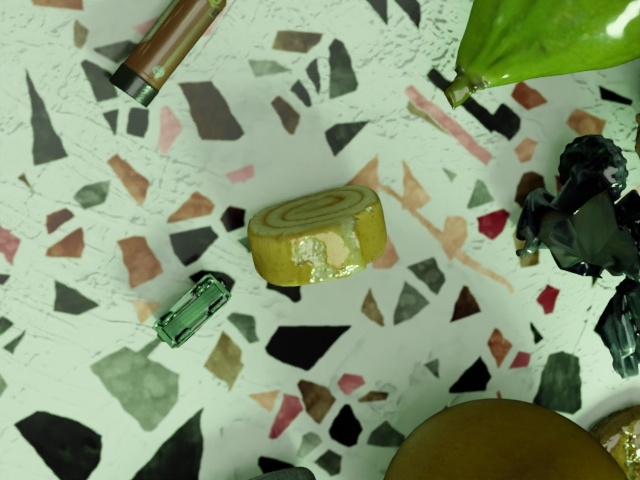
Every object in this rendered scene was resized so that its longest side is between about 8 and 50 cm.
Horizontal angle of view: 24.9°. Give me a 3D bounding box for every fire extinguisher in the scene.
[{"bbox_3d":[-0.143,-0.218,1.469,0.177,0.050,0.062,-52,144,2],"label":"fire extinguisher"}]

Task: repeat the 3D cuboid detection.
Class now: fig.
[{"bbox_3d":[0.256,-0.283,1.473,0.314,0.233,0.233,-17,108,-5],"label":"fig"}]

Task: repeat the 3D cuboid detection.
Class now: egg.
[{"bbox_3d":[0.215,0.332,1.591,0.282,0.282,0.351,-38,120,-3],"label":"egg"}]

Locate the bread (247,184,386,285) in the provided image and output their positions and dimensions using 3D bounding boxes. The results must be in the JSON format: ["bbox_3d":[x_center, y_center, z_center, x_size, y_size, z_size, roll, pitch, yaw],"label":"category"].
[{"bbox_3d":[0.000,0.000,1.529,0.149,0.122,0.073,-15,111,-10],"label":"bread"}]

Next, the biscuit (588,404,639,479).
[{"bbox_3d":[0.395,0.298,1.758,0.226,0.042,0.226,-4,105,-15],"label":"biscuit"}]

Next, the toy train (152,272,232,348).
[{"bbox_3d":[-0.136,0.074,1.546,0.093,0.056,0.038,-43,94,-1],"label":"toy train"}]

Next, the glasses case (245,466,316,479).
[{"bbox_3d":[-0.021,0.413,1.579,0.131,0.074,0.323,-19,76,-3],"label":"glasses case"}]

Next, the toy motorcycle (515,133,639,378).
[{"bbox_3d":[0.303,0.024,1.583,0.106,0.159,0.270,-3,70,-50],"label":"toy motorcycle"}]

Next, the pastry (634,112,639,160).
[{"bbox_3d":[0.505,-0.037,1.529,0.292,0.405,0.337,-27,150,2],"label":"pastry"}]
